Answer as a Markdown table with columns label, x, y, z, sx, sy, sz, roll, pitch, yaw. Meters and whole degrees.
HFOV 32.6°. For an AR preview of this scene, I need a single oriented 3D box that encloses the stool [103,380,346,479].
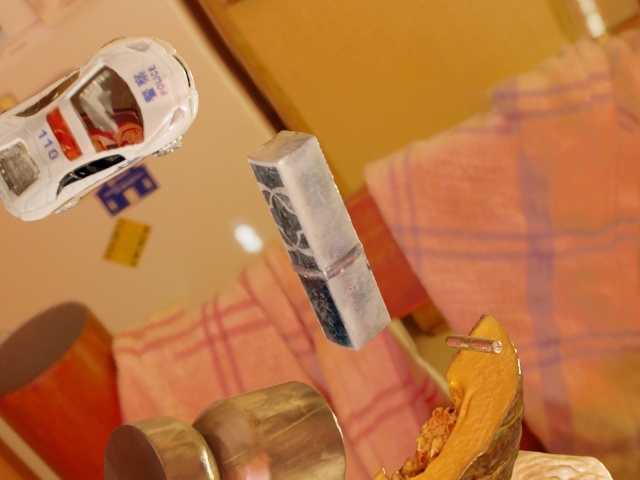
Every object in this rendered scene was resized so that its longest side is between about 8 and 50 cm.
| label | x | y | z | sx | sy | sz | roll | pitch | yaw |
| --- | --- | --- | --- | --- | --- | --- | --- | --- | --- |
| stool | -0.121 | 0.294 | 1.413 | 0.264 | 0.179 | 0.179 | -9 | 12 | -38 |

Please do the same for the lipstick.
| label | x | y | z | sx | sy | sz | roll | pitch | yaw |
| --- | --- | --- | --- | --- | --- | --- | --- | --- | --- |
| lipstick | 0.000 | 0.000 | 1.362 | 0.076 | 0.290 | 0.077 | -37 | 30 | -27 |

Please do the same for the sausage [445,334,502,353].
| label | x | y | z | sx | sy | sz | roll | pitch | yaw |
| --- | --- | --- | --- | --- | --- | --- | --- | --- | --- |
| sausage | 0.146 | 0.099 | 1.051 | 0.015 | 0.015 | 0.100 | -44 | 15 | -18 |

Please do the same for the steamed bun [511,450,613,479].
| label | x | y | z | sx | sy | sz | roll | pitch | yaw |
| --- | --- | --- | --- | --- | --- | --- | --- | --- | --- |
| steamed bun | 0.318 | 0.483 | 1.719 | 0.276 | 0.203 | 0.289 | 7 | 74 | -4 |

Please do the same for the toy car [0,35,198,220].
| label | x | y | z | sx | sy | sz | roll | pitch | yaw |
| --- | --- | --- | --- | --- | --- | --- | --- | --- | --- |
| toy car | -0.185 | -0.087 | 0.853 | 0.205 | 0.095 | 0.056 | -25 | 3 | 30 |

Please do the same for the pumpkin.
| label | x | y | z | sx | sy | sz | roll | pitch | yaw |
| --- | --- | --- | --- | --- | --- | --- | --- | --- | --- |
| pumpkin | 0.183 | 0.248 | 1.240 | 0.278 | 0.163 | 0.111 | -55 | 38 | -7 |
